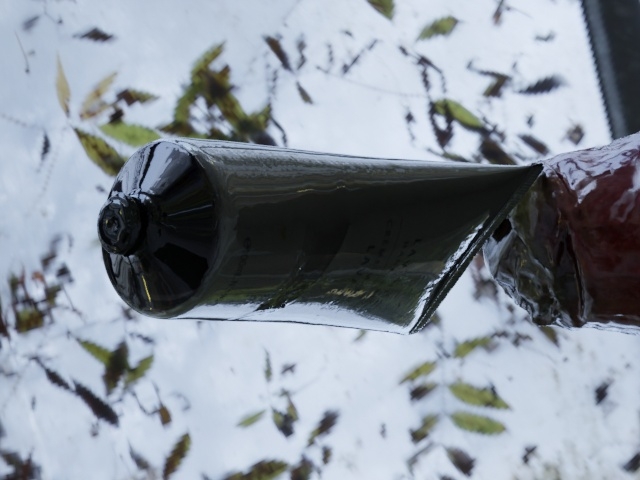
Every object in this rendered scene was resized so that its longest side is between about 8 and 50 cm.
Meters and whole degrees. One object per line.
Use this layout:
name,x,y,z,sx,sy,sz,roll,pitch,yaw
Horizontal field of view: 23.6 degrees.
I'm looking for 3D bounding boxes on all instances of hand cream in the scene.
hand cream,0.000,0.000,0.515,0.186,0.054,0.087,4,-52,-48

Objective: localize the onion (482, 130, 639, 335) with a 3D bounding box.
onion,0.269,-0.019,0.663,0.420,0.398,0.398,7,-70,6
